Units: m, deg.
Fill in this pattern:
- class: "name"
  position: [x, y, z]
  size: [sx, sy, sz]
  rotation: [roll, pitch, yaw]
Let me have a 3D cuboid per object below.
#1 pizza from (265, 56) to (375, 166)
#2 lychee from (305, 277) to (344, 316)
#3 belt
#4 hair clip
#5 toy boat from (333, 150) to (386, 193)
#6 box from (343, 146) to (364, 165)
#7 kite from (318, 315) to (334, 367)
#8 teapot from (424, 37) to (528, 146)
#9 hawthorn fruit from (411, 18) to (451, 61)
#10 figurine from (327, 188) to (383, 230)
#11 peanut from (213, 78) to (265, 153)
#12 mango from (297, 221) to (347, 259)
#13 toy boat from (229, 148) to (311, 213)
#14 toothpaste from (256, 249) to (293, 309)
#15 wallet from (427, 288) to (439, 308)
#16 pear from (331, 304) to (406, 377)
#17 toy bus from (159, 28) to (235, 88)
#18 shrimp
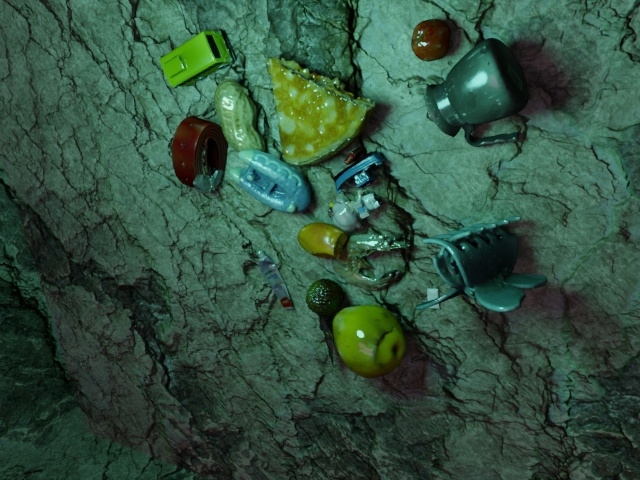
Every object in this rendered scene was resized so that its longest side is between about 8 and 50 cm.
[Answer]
- class: "pizza"
  position: [-0.033, -0.485, 1.743]
  size: [0.440, 0.130, 0.406]
  rotation: [-26, 98, 44]
- class: "lychee"
  position: [0.011, 0.230, 2.014]
  size: [0.171, 0.171, 0.171]
  rotation: [11, 117, 23]
- class: "belt"
  position: [-0.470, -0.331, 1.980]
  size: [0.115, 0.227, 0.324]
  rotation: [22, 140, 17]
- class: "hair clip"
  position: [0.509, 0.071, 1.597]
  size: [0.392, 0.318, 0.238]
  rotation: [-12, 93, 59]
- class: "toy boat"
  position: [0.140, -0.231, 1.785]
  size: [0.223, 0.100, 0.097]
  rotation: [-31, 79, 34]
- class: "box"
  position: [0.119, -0.299, 1.774]
  size: [0.023, 0.082, 0.051]
  rotation: [45, 124, 5]
- class: "kite"
  position: [0.029, 0.395, 2.089]
  size: [0.234, 0.016, 0.321]
  rotation: [173, 81, -76]
- class: "teapot"
  position: [0.463, -0.423, 1.507]
  size: [0.285, 0.305, 0.223]
  rotation: [-23, 64, 40]
- class: "hawthorn fruit"
  position: [0.331, -0.605, 1.507]
  size: [0.128, 0.128, 0.128]
  rotation: [11, 117, 23]
- class: "figurine"
  position: [0.122, -0.105, 1.845]
  size: [0.229, 0.112, 0.137]
  rotation: [-25, 120, 32]
- class: "peanut"
  position: [-0.303, -0.446, 1.894]
  size: [0.153, 0.140, 0.325]
  rotation: [-25, 111, -7]
- class: "mango"
  position: [0.000, 0.000, 1.935]
  size: [0.154, 0.126, 0.252]
  rotation: [38, 162, -34]
- class: "toy boat"
  position: [-0.191, -0.203, 1.896]
  size: [0.330, 0.123, 0.215]
  rotation: [32, 140, -12]
- class: "toothpaste"
  position: [-0.200, 0.175, 2.181]
  size: [0.075, 0.048, 0.301]
  rotation: [-19, 105, 28]
- class: "wallet"
  position: [0.429, 0.222, 1.897]
  size: [0.044, 0.011, 0.083]
  rotation: [2, 114, 27]
- class: "pear"
  position: [0.171, 0.394, 1.954]
  size: [0.336, 0.285, 0.285]
  rotation: [-20, 102, 42]
- class: "toy bus"
  position: [-0.467, -0.673, 1.863]
  size: [0.262, 0.150, 0.128]
  rotation: [-15, 103, 32]
- class: "shrimp"
  position: [0.199, 0.079, 1.915]
  size: [0.360, 0.085, 0.247]
  rotation: [-22, 107, 38]
